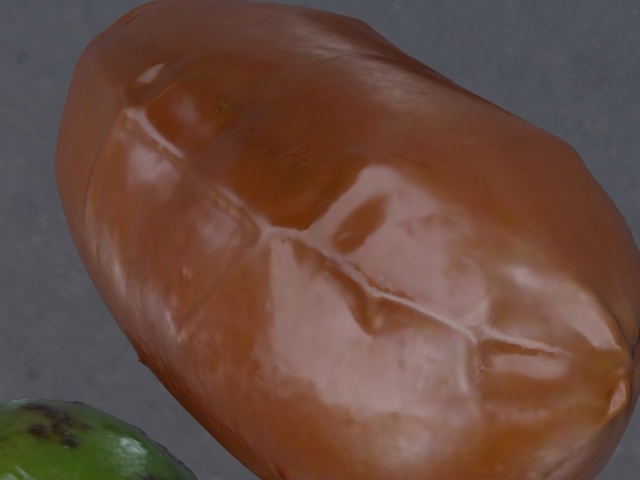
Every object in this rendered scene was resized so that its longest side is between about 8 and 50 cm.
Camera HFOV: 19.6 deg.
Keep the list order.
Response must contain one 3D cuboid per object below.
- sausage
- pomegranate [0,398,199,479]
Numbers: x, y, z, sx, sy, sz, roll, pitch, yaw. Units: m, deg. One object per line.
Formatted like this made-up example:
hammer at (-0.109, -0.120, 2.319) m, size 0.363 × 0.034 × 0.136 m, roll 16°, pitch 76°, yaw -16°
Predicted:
sausage at (-0.002, 0.000, 0.551) m, size 0.133 × 0.133 × 0.258 m, roll -52°, pitch 35°, yaw 3°
pomegranate at (-0.094, 0.178, 0.720) m, size 0.263 × 0.211 × 0.211 m, roll 22°, pitch 84°, yaw 23°
